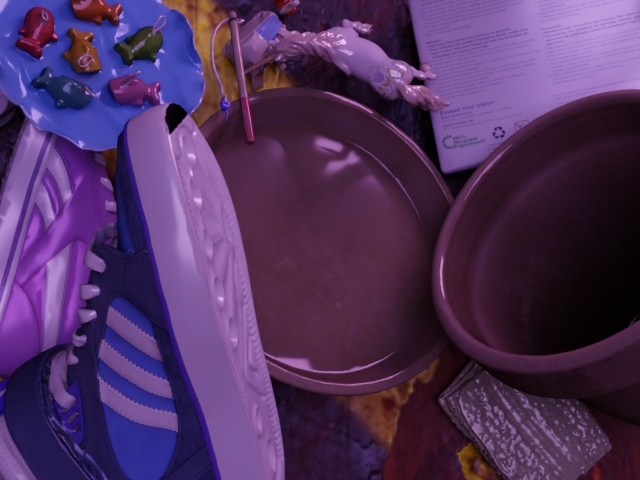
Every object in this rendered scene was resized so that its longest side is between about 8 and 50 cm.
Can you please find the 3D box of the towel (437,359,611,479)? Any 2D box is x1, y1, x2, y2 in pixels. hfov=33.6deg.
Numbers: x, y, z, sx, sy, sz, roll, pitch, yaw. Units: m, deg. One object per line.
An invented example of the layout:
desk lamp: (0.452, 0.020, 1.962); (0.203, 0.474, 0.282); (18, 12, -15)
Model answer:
towel: (0.186, 0.163, 0.962); (0.110, 0.027, 0.148); (-40, 90, -14)

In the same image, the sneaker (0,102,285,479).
sneaker: (-0.168, 0.079, 0.760); (0.236, 0.130, 0.323); (-9, 108, 10)

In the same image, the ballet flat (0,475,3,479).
ballet flat: (-0.305, 0.222, 0.848); (0.232, 0.080, 0.073); (4, 54, -13)

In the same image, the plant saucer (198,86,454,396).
plant saucer: (0.000, 0.000, 0.901); (0.278, 0.041, 0.278); (11, 63, -23)

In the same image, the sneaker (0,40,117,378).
sneaker: (-0.191, -0.016, 0.887); (0.161, 0.102, 0.282); (16, 85, -17)

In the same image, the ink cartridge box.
ink cartridge box: (0.198, -0.188, 0.965); (0.223, 0.045, 0.224); (-10, 87, 9)

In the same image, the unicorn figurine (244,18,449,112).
unicorn figurine: (0.030, -0.157, 0.925); (0.162, 0.111, 0.060); (19, 110, 22)

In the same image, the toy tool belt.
toy tool belt: (-0.044, -0.179, 0.957); (0.083, 0.052, 0.051); (-45, 124, -10)

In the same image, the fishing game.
fishing game: (-0.174, -0.156, 0.840); (0.264, 0.041, 0.189); (5, 60, -26)

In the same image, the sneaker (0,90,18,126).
sneaker: (-0.321, -0.114, 0.864); (0.129, 0.111, 0.297); (31, 79, -11)

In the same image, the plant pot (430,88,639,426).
plant pot: (0.259, 0.047, 0.879); (0.229, 0.263, 0.263); (44, 75, -35)
